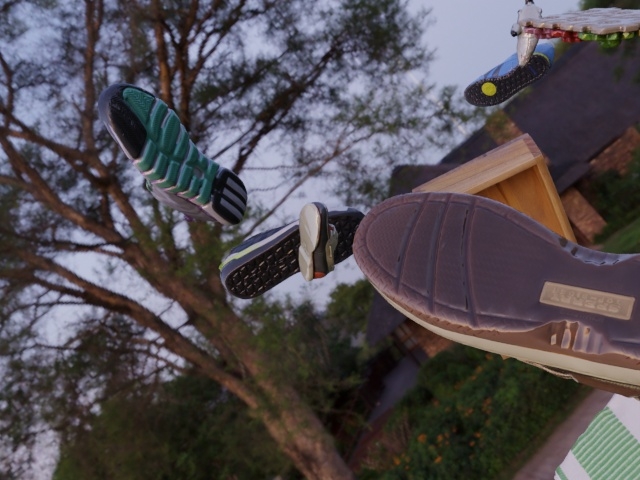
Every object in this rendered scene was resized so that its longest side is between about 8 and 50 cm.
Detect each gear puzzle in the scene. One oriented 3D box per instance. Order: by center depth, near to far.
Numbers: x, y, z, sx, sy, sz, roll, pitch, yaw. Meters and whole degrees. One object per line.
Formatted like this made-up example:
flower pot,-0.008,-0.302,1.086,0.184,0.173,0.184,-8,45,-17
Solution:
gear puzzle,0.464,-0.322,1.073,0.175,0.044,0.339,-12,22,-11

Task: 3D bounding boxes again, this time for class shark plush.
shark plush,0.389,-0.413,1.330,0.073,0.161,0.067,-4,-29,4

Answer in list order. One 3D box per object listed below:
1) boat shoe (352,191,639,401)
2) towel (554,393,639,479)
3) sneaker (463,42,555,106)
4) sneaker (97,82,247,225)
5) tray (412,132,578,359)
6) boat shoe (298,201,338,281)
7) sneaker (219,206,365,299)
boat shoe,0.139,0.045,0.438,0.095,0.257,0.095,-58,-36,-15
towel,0.395,0.214,0.740,0.325,0.038,0.248,-63,17,17
sneaker,0.402,-0.351,1.473,0.209,0.069,0.082,-24,26,44
sneaker,-0.183,-0.081,0.781,0.098,0.224,0.083,-7,53,34
tray,0.335,0.027,1.203,0.202,0.411,0.076,-26,36,13
boat shoe,0.000,0.000,0.856,0.043,0.049,0.137,-16,-37,-16
sneaker,-0.046,-0.001,0.995,0.234,0.084,0.097,-22,32,10
